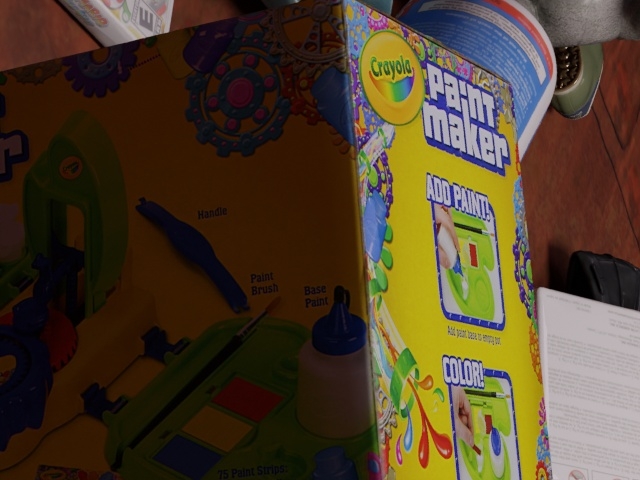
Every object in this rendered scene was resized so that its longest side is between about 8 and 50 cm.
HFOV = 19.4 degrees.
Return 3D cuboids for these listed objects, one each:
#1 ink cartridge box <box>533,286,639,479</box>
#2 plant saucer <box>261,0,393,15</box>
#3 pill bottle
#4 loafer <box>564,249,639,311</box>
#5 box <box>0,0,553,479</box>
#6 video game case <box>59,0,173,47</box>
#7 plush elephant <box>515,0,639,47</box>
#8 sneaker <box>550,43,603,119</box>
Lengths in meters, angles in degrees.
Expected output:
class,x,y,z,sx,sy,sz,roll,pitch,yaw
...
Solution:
class,x,y,z,sx,sy,sz,roll,pitch,yaw
ink cartridge box,0.238,0.167,1.530,0.189,0.066,0.232,14,69,-29
plant saucer,-0.019,-0.272,1.241,0.317,0.043,0.318,-8,90,-70
pill bottle,0.067,-0.064,1.206,0.124,0.124,0.221,66,33,-26
loafer,0.233,0.114,1.630,0.078,0.076,0.223,21,63,-22
box,-0.071,0.077,0.758,0.177,0.290,0.279,14,70,-62
video game case,-0.134,-0.240,1.045,0.206,0.026,0.227,46,42,-49
plush elephant,0.200,-0.288,1.489,0.330,0.271,0.255,-112,-162,-73
sneaker,0.228,-0.199,1.736,0.086,0.064,0.192,53,36,-56
